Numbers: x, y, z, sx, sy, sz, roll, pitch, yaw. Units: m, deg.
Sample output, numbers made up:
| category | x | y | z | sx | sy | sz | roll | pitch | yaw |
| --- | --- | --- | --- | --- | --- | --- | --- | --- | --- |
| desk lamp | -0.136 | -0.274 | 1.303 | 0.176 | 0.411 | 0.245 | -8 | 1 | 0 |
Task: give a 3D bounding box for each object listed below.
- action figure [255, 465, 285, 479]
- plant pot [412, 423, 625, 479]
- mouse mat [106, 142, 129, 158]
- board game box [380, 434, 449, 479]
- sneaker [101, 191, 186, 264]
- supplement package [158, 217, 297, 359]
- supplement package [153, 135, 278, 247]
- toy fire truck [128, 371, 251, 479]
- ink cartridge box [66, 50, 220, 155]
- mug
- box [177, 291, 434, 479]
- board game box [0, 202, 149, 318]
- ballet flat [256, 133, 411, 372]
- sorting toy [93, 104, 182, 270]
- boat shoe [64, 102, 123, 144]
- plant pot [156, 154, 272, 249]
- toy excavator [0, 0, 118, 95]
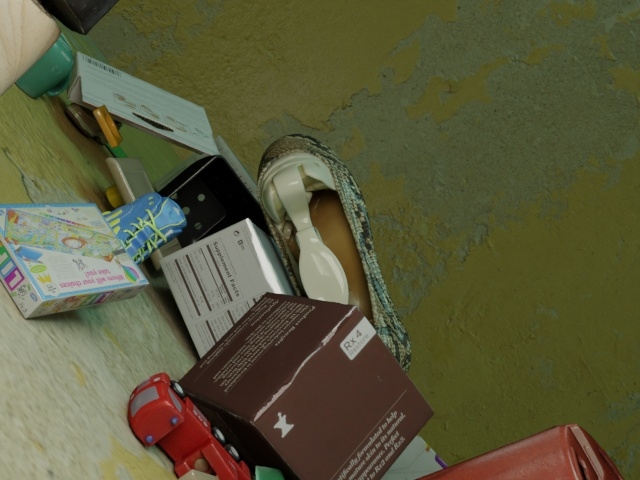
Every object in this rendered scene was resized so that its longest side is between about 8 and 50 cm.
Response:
| category | x | y | z | sx | sy | sz | roll | pitch | yaw |
| --- | --- | --- | --- | --- | --- | --- | --- | --- | --- |
| action figure | -0.006 | 0.338 | 0.779 | 0.232 | 0.063 | 0.137 | 55 | 0 | 45 |
| plant pot | 0.131 | 0.291 | 0.651 | 0.272 | 0.265 | 0.272 | 48 | 22 | -26 |
| mouse mat | -0.422 | -0.176 | 1.763 | 0.190 | 0.007 | 0.152 | 53 | 0 | -11 |
| board game box | 0.062 | 0.323 | 1.285 | 0.142 | 0.144 | 0.275 | 48 | -9 | -9 |
| sneaker | -0.221 | -0.009 | 0.933 | 0.091 | 0.126 | 0.240 | 53 | -1 | -11 |
| supplement package | -0.110 | 0.101 | 1.257 | 0.262 | 0.145 | 0.204 | 51 | 14 | -82 |
| supplement package | -0.218 | -0.060 | 1.896 | 0.263 | 0.198 | 0.199 | 53 | -1 | 46 |
| toy fire truck | -0.103 | 0.218 | 0.744 | 0.192 | 0.047 | 0.135 | 53 | 1 | -16 |
| ink cartridge box | -0.328 | -0.230 | 1.528 | 0.275 | 0.060 | 0.239 | 21 | 24 | -29 |
| mug | -0.461 | -0.309 | 1.343 | 0.129 | 0.097 | 0.158 | 53 | 0 | -7 |
| box | -0.022 | 0.178 | 0.934 | 0.167 | 0.168 | 0.203 | 55 | -24 | -21 |
| board game box | -0.236 | 0.013 | 0.760 | 0.103 | 0.026 | 0.154 | 53 | 19 | 12 |
| ballet flat | 0.000 | 0.000 | 1.257 | 0.182 | 0.164 | 0.483 | 41 | 24 | -62 |
| sorting toy | -0.281 | -0.042 | 1.287 | 0.196 | 0.047 | 0.348 | -94 | 160 | -86 |
| boat shoe | -0.425 | -0.237 | 1.574 | 0.068 | 0.072 | 0.190 | 54 | 0 | 2 |
| plant pot | -0.223 | -0.041 | 1.512 | 0.187 | 0.188 | 0.167 | 53 | -11 | -26 |
| toy excavator | -0.413 | -0.297 | 0.563 | 0.445 | 0.222 | 0.433 | 37 | -9 | 32 |
